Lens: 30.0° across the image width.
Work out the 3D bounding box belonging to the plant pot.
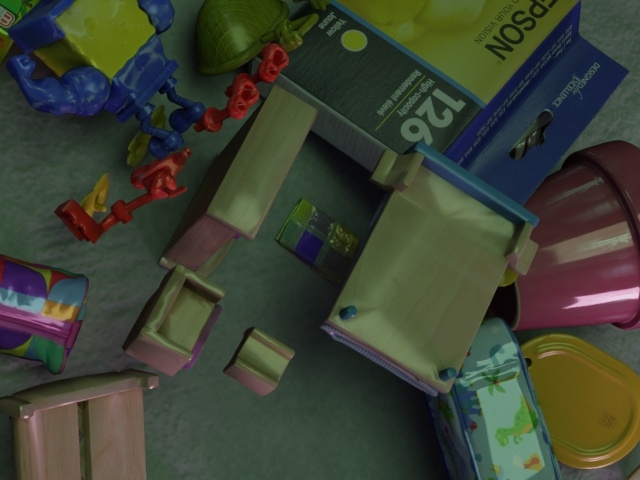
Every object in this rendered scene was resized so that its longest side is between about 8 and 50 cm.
[{"bbox_3d":[0.264,0.011,1.273,0.180,0.201,0.201,-16,85,-12],"label":"plant pot"}]

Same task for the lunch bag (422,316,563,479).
[{"bbox_3d":[0.165,0.188,1.189,0.090,0.176,0.218,-16,88,-5],"label":"lunch bag"}]

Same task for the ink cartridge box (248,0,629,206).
[{"bbox_3d":[0.135,-0.189,1.259,0.307,0.072,0.303,35,63,13],"label":"ink cartridge box"}]

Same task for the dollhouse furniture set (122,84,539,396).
[{"bbox_3d":[0.009,0.057,1.113,0.303,0.198,0.286,30,68,-9],"label":"dollhouse furniture set"}]

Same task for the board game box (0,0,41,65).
[{"bbox_3d":[-0.271,-0.254,1.130,0.043,0.092,0.181,33,67,-16],"label":"board game box"}]

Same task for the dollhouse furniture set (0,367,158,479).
[{"bbox_3d":[-0.269,0.163,1.030,0.356,0.174,0.303,-6,99,-45],"label":"dollhouse furniture set"}]

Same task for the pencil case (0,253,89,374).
[{"bbox_3d":[-0.322,0.045,1.037,0.236,0.104,0.104,16,72,-21],"label":"pencil case"}]

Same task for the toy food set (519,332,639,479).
[{"bbox_3d":[0.282,0.177,1.309,0.218,0.071,0.128,31,95,-12],"label":"toy food set"}]

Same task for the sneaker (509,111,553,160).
[{"bbox_3d":[0.214,-0.088,1.340,0.178,0.072,0.077,-33,105,-19],"label":"sneaker"}]

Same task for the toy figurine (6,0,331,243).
[{"bbox_3d":[-0.161,-0.199,1.077,0.217,0.191,0.362,48,53,-20],"label":"toy figurine"}]

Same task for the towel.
[{"bbox_3d":[0.000,0.000,1.244,0.083,0.009,0.060,36,67,-14],"label":"towel"}]
